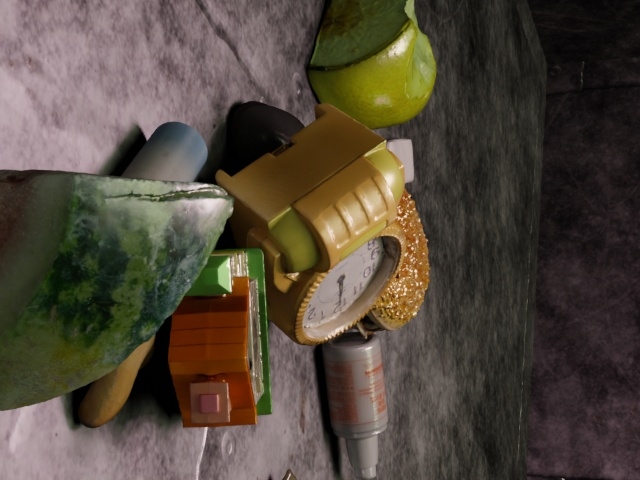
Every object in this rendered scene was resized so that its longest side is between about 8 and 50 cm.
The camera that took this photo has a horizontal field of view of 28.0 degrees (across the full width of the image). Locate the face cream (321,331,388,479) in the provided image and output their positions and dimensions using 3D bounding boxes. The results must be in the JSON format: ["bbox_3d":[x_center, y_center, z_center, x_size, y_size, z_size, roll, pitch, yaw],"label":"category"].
[{"bbox_3d":[0.064,0.286,2.163,0.101,0.101,0.252,-36,121,-66],"label":"face cream"}]

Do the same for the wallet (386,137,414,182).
[{"bbox_3d":[0.151,-0.156,2.552,0.190,0.033,0.095,-12,98,-70],"label":"wallet"}]

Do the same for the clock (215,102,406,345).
[{"bbox_3d":[0.000,0.000,1.820,0.244,0.200,0.317,-34,147,-20],"label":"clock"}]

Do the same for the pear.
[{"bbox_3d":[0.113,-0.305,2.272,0.282,0.176,0.286,68,29,-47],"label":"pear"}]

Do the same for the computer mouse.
[{"bbox_3d":[-0.050,-0.111,1.922,0.270,0.086,0.138,56,38,-57],"label":"computer mouse"}]

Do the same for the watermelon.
[{"bbox_3d":[-0.248,0.016,1.224,0.232,0.310,0.193,52,14,15],"label":"watermelon"}]

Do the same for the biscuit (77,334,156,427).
[{"bbox_3d":[-0.203,0.093,1.404,0.164,0.047,0.208,-67,180,-50],"label":"biscuit"}]

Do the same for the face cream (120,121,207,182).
[{"bbox_3d":[-0.207,-0.045,1.492,0.250,0.077,0.077,-66,147,-50],"label":"face cream"}]

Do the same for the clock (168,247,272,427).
[{"bbox_3d":[-0.128,0.123,1.551,0.255,0.106,0.220,-18,105,-87],"label":"clock"}]

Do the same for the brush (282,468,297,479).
[{"bbox_3d":[-0.081,0.417,1.868,0.034,0.027,0.190,64,38,-40],"label":"brush"}]

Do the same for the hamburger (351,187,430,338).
[{"bbox_3d":[0.078,0.010,2.132,0.302,0.170,0.302,-4,90,-71],"label":"hamburger"}]
